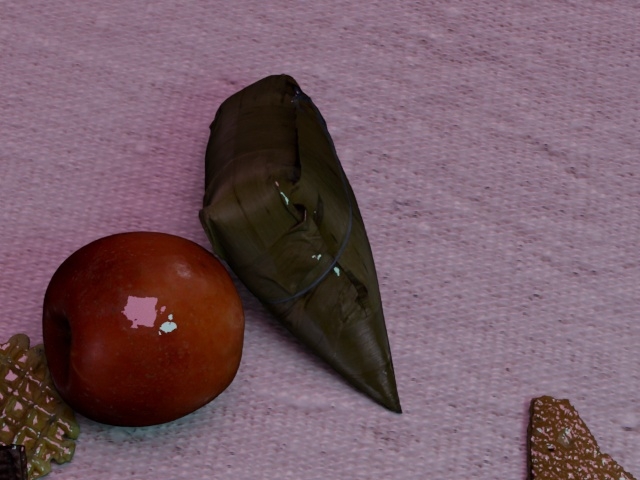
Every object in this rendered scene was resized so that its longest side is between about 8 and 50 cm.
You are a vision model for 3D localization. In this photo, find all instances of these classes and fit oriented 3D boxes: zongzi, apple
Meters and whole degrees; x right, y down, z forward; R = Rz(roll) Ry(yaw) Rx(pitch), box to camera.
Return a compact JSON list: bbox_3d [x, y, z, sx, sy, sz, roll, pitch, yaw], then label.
[{"bbox_3d":[0.000,0.000,2.013,0.360,0.160,0.323,52,21,-26],"label":"zongzi"},{"bbox_3d":[-0.197,0.098,1.860,0.201,0.218,0.218,2,61,-28],"label":"apple"}]

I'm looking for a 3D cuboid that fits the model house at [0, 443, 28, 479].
[{"bbox_3d":[-0.394,0.300,1.768,0.164,0.141,0.203,6,87,-18],"label":"model house"}]

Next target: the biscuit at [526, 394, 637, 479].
[{"bbox_3d":[0.302,0.297,1.953,0.131,0.026,0.237,9,60,-8],"label":"biscuit"}]

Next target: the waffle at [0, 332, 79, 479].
[{"bbox_3d":[-0.362,0.192,1.881,0.169,0.036,0.183,-16,66,-16],"label":"waffle"}]
